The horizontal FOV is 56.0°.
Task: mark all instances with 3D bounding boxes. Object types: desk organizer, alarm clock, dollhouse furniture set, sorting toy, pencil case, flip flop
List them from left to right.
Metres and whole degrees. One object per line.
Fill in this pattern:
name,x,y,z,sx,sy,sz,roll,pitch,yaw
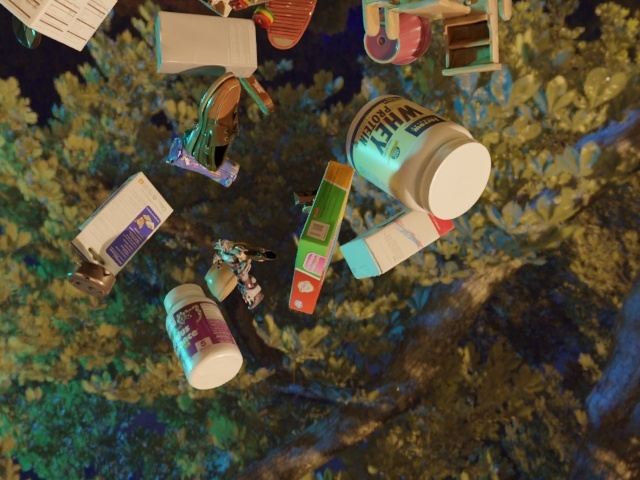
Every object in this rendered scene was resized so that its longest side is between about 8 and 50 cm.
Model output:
flip flop,-0.914,-0.717,1.888,0.080,0.112,0.277,7,-132,-52
alarm clock,-0.672,0.121,1.757,0.129,0.192,0.064,23,-119,-10
pencil case,-0.493,-0.328,2.545,0.306,0.119,0.133,21,-165,-32
sorting toy,-0.176,-0.539,1.254,0.132,0.046,0.274,12,163,47
desk organizer,-0.028,-0.162,2.189,0.130,0.050,0.047,-7,174,-21
dollhouse furniture set,0.372,-0.622,1.741,0.362,0.257,0.394,2,-168,34

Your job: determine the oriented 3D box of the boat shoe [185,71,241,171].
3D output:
boat shoe,-0.251,-0.296,1.544,0.104,0.307,0.110,47,-126,7

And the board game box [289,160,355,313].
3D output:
board game box,0.000,0.000,1.466,0.064,0.317,0.242,17,-124,4

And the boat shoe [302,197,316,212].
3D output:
boat shoe,-0.020,-0.098,1.686,0.048,0.042,0.133,-9,177,17

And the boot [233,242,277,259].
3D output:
boot,-0.290,0.049,2.508,0.197,0.077,0.137,2,180,-29

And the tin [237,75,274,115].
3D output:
tin,-0.235,-0.541,2.186,0.040,0.190,0.106,-40,-172,-14

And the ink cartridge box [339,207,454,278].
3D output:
ink cartridge box,0.247,-0.008,1.971,0.306,0.131,0.226,-28,-178,-21

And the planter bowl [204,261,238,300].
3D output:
planter bowl,-0.397,0.150,2.435,0.109,0.162,0.162,38,-145,4

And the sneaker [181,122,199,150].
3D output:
sneaker,-0.439,-0.332,2.100,0.227,0.087,0.130,-12,-130,50

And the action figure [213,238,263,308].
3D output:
action figure,-0.295,0.104,2.155,0.099,0.285,0.185,-39,-144,-20

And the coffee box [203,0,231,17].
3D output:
coffee box,-0.394,-0.894,1.979,0.119,0.168,0.297,41,-168,32

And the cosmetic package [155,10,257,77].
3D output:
cosmetic package,-0.281,-0.477,1.479,0.237,0.127,0.107,-1,179,-19

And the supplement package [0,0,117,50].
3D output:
supplement package,-0.604,-0.555,1.255,0.262,0.145,0.204,41,-172,1

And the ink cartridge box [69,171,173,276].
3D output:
ink cartridge box,-0.643,-0.045,1.946,0.069,0.176,0.371,-14,-147,37

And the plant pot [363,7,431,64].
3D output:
plant pot,0.237,-0.662,1.957,0.201,0.201,0.180,17,-143,26

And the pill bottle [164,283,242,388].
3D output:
pill bottle,-0.363,0.276,1.798,0.169,0.169,0.301,-13,-132,-27

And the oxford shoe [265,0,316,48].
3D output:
oxford shoe,-0.076,-0.648,1.461,0.122,0.348,0.130,3,-159,-22

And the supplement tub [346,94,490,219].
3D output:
supplement tub,0.242,-0.213,1.528,0.235,0.236,0.325,-16,-143,-30
